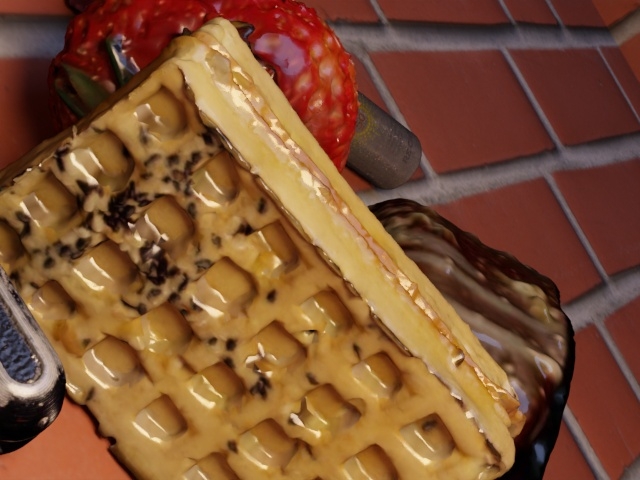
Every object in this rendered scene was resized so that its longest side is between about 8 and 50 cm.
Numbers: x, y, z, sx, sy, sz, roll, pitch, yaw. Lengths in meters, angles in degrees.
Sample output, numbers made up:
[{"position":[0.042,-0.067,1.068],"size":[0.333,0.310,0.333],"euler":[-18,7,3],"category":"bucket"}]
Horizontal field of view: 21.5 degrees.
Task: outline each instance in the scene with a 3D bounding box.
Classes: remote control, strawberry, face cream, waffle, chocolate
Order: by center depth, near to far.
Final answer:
[{"position":[-0.247,0.012,1.096],"size":[0.090,0.066,0.266],"euler":[-20,78,-52],"category":"remote control"},{"position":[-0.056,0.056,1.187],"size":[0.376,0.261,0.114],"euler":[52,30,-12],"category":"waffle"},{"position":[-0.084,-0.107,1.358],"size":[0.238,0.250,0.288],"euler":[33,28,6],"category":"strawberry"},{"position":[0.074,0.096,1.459],"size":[0.210,0.225,0.340],"euler":[35,29,-17],"category":"chocolate"},{"position":[0.001,-0.142,1.763],"size":[0.283,0.073,0.073],"euler":[33,34,-44],"category":"face cream"}]

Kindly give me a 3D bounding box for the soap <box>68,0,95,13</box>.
[{"position":[-0.168,-0.333,1.497],"size":[0.325,0.220,0.127],"euler":[52,20,6],"category":"soap"}]
